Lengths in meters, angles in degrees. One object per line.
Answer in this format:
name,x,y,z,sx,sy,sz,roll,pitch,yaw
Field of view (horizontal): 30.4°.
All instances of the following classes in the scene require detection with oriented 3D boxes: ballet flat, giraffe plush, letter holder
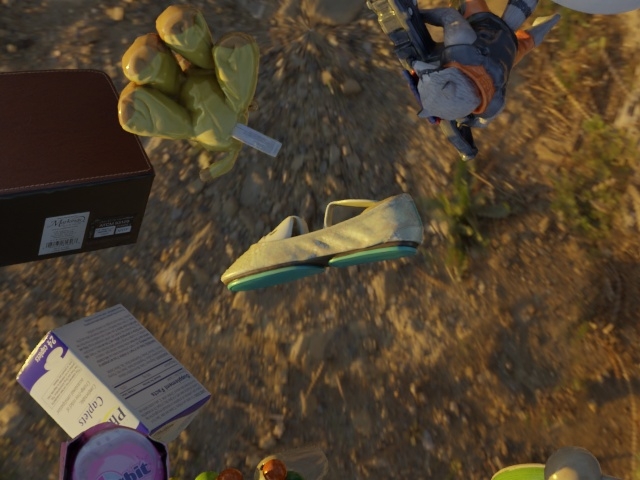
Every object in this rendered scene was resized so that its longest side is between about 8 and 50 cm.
ballet flat,0.000,0.000,0.916,0.168,0.057,0.052,-12,76,18
giraffe plush,-0.138,-0.188,1.448,0.210,0.170,0.181,42,101,-14
letter holder,-0.403,-0.097,1.537,0.302,0.214,0.152,-11,146,-28

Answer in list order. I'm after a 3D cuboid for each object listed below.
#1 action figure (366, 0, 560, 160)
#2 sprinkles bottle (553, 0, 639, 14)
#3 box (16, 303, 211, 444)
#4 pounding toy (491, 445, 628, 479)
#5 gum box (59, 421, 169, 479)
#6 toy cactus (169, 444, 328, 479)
action figure,0.197,-0.299,1.604,0.178,0.330,0.341,-12,130,40
sprinkles bottle,0.178,-0.244,0.568,0.121,0.355,0.121,1,73,-2
box,-0.197,0.142,1.136,0.137,0.126,0.072,43,112,10
pounding toy,0.253,0.303,1.155,0.183,0.237,0.110,24,60,-3
gum box,-0.125,0.203,0.698,0.062,0.107,0.188,2,80,-13
toy cactus,-0.057,0.237,1.051,0.219,0.180,0.112,-33,80,43
